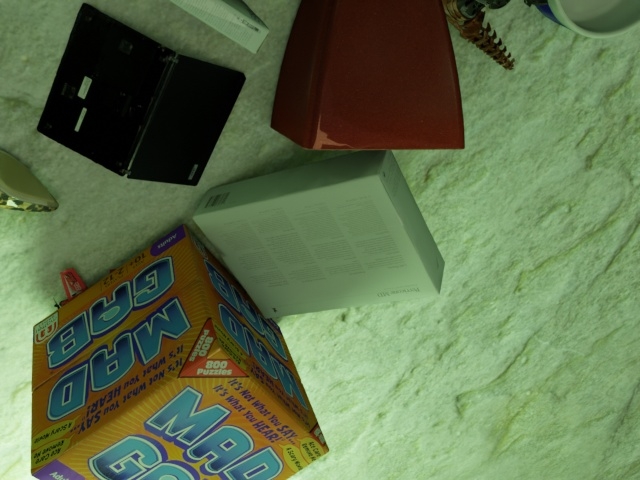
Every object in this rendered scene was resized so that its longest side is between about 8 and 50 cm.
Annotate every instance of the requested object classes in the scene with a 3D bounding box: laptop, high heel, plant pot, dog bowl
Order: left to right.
[{"bbox_3d":[-0.597,-0.076,1.185,0.186,0.093,0.261,-37,134,27],"label":"high heel"},{"bbox_3d":[-0.303,-0.237,1.208,0.264,0.136,0.234,28,109,-2],"label":"laptop"},{"bbox_3d":[0.075,-0.286,1.165,0.267,0.267,0.236,-2,107,-16],"label":"plant pot"},{"bbox_3d":[0.504,-0.503,1.250,0.265,0.104,0.265,-7,121,-13],"label":"dog bowl"}]

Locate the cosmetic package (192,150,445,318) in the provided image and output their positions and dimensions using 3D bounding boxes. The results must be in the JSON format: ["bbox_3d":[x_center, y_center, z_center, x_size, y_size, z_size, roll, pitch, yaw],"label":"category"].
[{"bbox_3d":[0.000,0.000,1.286,0.377,0.097,0.284,-10,127,28],"label":"cosmetic package"}]

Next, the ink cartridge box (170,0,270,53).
[{"bbox_3d":[-0.197,-0.374,1.036,0.224,0.223,0.045,24,109,-29],"label":"ink cartridge box"}]

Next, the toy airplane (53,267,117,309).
[{"bbox_3d":[-0.437,0.100,1.352,0.151,0.028,0.151,-9,123,-13],"label":"toy airplane"}]

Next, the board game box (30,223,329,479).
[{"bbox_3d":[-0.264,0.269,1.291,0.356,0.356,0.356,-34,128,4],"label":"board game box"}]

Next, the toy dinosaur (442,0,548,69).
[{"bbox_3d":[0.266,-0.443,1.195,0.218,0.164,0.322,-11,149,35],"label":"toy dinosaur"}]
